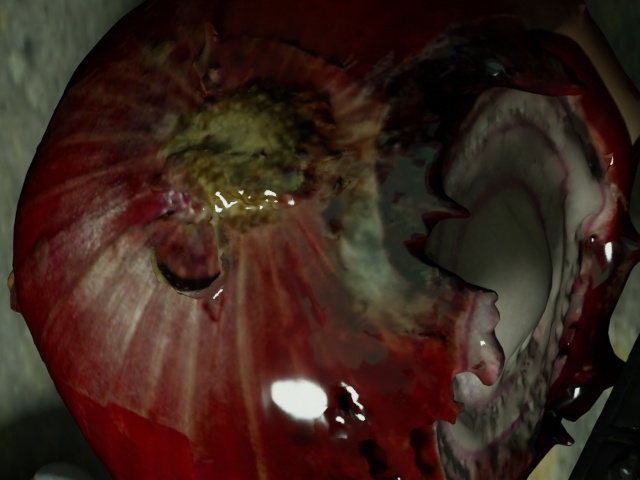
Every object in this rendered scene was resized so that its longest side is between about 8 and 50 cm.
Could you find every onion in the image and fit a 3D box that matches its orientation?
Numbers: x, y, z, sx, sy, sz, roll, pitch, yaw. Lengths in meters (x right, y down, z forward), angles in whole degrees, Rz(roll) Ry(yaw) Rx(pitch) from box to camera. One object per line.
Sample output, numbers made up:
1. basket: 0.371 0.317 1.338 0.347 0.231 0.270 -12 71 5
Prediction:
1. onion: -0.003 0.002 0.953 0.341 0.341 0.341 0 91 -7

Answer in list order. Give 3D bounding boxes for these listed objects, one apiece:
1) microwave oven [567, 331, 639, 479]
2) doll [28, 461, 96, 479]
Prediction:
1. microwave oven: 0.247 0.102 0.961 0.178 0.188 0.247 11 52 29
2. doll: -0.222 0.192 1.029 0.337 0.105 0.199 15 103 -6
